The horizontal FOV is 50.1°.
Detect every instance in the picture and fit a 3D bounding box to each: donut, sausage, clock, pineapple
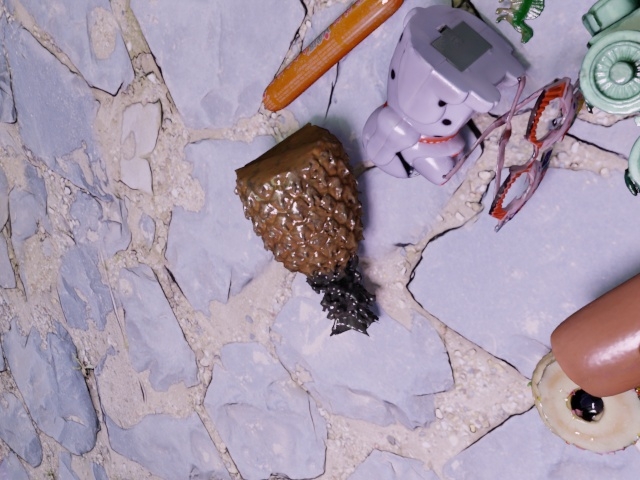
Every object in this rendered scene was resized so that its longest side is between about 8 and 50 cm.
[{"bbox_3d":[0.394,0.224,0.996,0.174,0.068,0.175,15,116,33],"label":"donut"},{"bbox_3d":[0.012,-0.310,1.111,0.348,0.053,0.053,-32,85,39],"label":"sausage"},{"bbox_3d":[0.148,-0.183,0.989,0.189,0.189,0.254,46,138,16],"label":"clock"},{"bbox_3d":[0.433,0.083,0.827,0.304,0.121,0.121,-41,79,34],"label":"sausage"},{"bbox_3d":[0.000,0.000,1.160,0.202,0.202,0.362,-7,115,38],"label":"pineapple"}]

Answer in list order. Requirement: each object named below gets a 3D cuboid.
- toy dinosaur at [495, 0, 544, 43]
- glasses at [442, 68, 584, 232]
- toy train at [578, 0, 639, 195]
[{"bbox_3d":[0.276,-0.332,0.928,0.060,0.029,0.120,19,111,14],"label":"toy dinosaur"},{"bbox_3d":[0.268,-0.125,0.919,0.095,0.162,0.255,42,123,33],"label":"glasses"},{"bbox_3d":[0.437,-0.177,0.770,0.238,0.167,0.299,-32,86,34],"label":"toy train"}]
